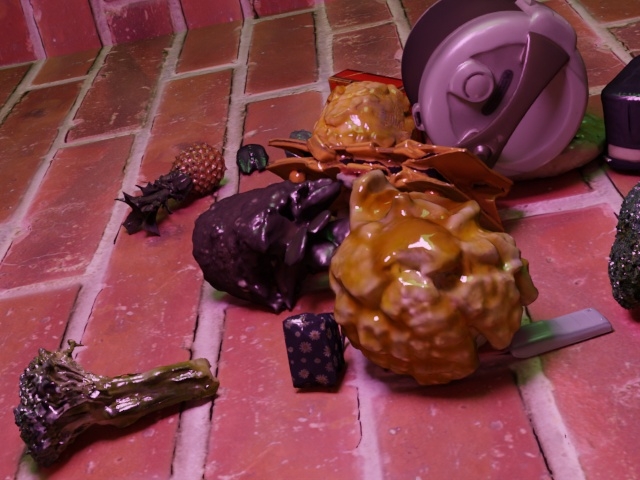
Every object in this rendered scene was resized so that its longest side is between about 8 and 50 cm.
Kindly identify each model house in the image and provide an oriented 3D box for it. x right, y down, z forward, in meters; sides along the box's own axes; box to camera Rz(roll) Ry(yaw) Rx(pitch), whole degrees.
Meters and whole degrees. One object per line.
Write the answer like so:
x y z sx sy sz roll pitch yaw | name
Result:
-0.047 -0.204 2.475 0.078 0.066 0.083 9 49 17 | model house

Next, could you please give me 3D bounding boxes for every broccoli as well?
-0.302 0.230 1.620 0.304 0.165 0.145 -9 16 -20 | broccoli
0.554 -0.002 1.566 0.275 0.308 0.308 18 19 -18 | broccoli

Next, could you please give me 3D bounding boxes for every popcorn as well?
0.099 -0.217 2.259 0.250 0.250 0.190 -27 -5 -29 | popcorn
0.151 0.063 1.614 0.335 0.274 0.279 7 61 49 | popcorn

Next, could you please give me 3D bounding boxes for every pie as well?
0.433 -0.207 2.232 0.339 0.077 0.339 -9 26 5 | pie

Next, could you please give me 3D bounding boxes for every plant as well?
-0.074 0.007 1.881 0.276 0.188 0.199 -5 31 37 | plant

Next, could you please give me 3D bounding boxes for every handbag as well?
0.651 -0.245 2.095 0.181 0.181 0.254 7 34 33 | handbag
0.010 0.153 1.661 0.072 0.115 0.139 -6 10 28 | handbag
0.121 -0.104 1.957 0.401 0.133 0.283 9 -12 33 | handbag

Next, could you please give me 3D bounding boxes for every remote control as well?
0.350 0.135 1.624 0.162 0.029 0.061 -16 27 -10 | remote control

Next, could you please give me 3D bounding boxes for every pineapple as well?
-0.314 -0.109 2.333 0.130 0.119 0.277 43 47 6 | pineapple

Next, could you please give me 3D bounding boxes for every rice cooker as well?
0.330 -0.300 2.048 0.335 0.335 0.325 -12 26 -1 | rice cooker

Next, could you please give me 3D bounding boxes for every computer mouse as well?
-0.159 -0.193 2.503 0.079 0.047 0.135 -13 28 -1 | computer mouse

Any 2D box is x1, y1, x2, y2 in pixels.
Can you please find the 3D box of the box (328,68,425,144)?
0.126 -0.296 2.465 0.074 0.153 0.239 -33 32 -28 | box
